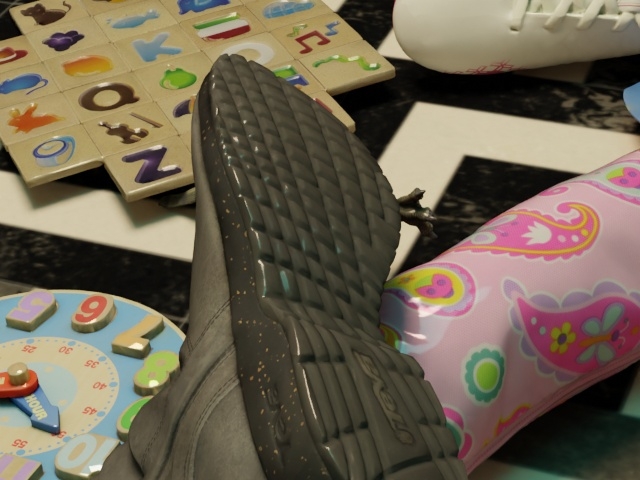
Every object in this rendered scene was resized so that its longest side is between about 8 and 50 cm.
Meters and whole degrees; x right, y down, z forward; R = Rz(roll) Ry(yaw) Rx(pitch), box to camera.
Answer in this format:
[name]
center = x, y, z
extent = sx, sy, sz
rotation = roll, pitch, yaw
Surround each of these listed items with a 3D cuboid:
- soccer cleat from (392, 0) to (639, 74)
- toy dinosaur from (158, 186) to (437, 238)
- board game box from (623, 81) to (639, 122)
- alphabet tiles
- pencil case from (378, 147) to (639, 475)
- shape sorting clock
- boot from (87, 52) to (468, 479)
[soccer cleat]
center = 0.221, -0.190, 1.141
extent = 0.331, 0.116, 0.143
rotation = -13, 20, -12
[toy dinosaur]
center = 0.000, 0.000, 0.989
extent = 0.118, 0.064, 0.268
rotation = -28, 39, -16
[board game box]
center = 0.295, -0.088, 1.084
extent = 0.169, 0.033, 0.133
rotation = -26, 36, -31
[alphabet tiles]
center = -0.118, -0.135, 1.202
extent = 0.285, 0.011, 0.342
rotation = -19, 36, -15
[pencil case]
center = 0.128, 0.039, 0.870
extent = 0.284, 0.124, 0.124
rotation = -26, 41, -25
[shape sorting clock]
center = -0.172, 0.090, 0.908
extent = 0.206, 0.040, 0.206
rotation = -4, 38, 3
[boot]
center = -0.061, 0.072, 0.764
extent = 0.118, 0.223, 0.338
rotation = 27, 32, -26
